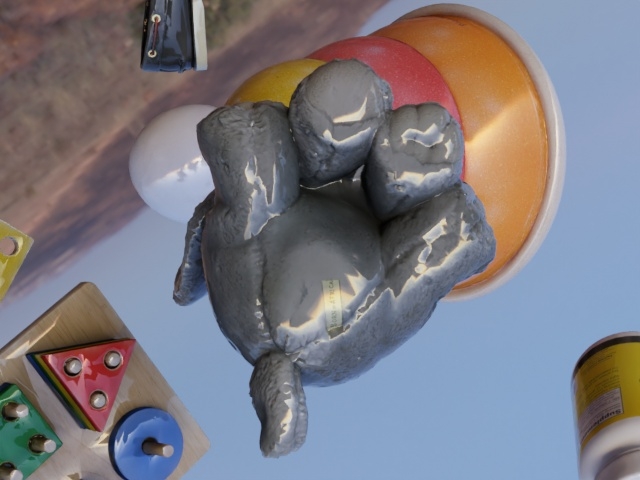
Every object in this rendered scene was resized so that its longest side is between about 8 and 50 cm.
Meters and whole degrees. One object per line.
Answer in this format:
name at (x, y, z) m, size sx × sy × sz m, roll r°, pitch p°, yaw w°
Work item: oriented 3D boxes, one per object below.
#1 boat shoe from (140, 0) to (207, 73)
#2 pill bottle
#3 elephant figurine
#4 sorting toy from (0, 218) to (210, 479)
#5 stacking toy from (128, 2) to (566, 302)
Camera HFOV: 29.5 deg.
boat shoe at (-0.090, -0.162, 0.695) m, size 0.042 × 0.133 × 0.049 m, roll -4°, pitch -167°, yaw -10°
pill bottle at (0.286, 0.181, 1.077) m, size 0.119 × 0.119 × 0.208 m, roll -34°, pitch -162°, yaw 22°
elephant figurine at (0.000, 0.000, 0.698) m, size 0.186 × 0.169 × 0.239 m, roll -28°, pitch 179°, yaw -10°
sorting toy at (-0.142, 0.107, 0.695) m, size 0.132 × 0.274 × 0.046 m, roll -43°, pitch -160°, yaw -28°
stacking toy at (-0.004, -0.089, 1.301) m, size 0.480 × 0.350 × 0.350 m, roll -5°, pitch 162°, yaw -42°
